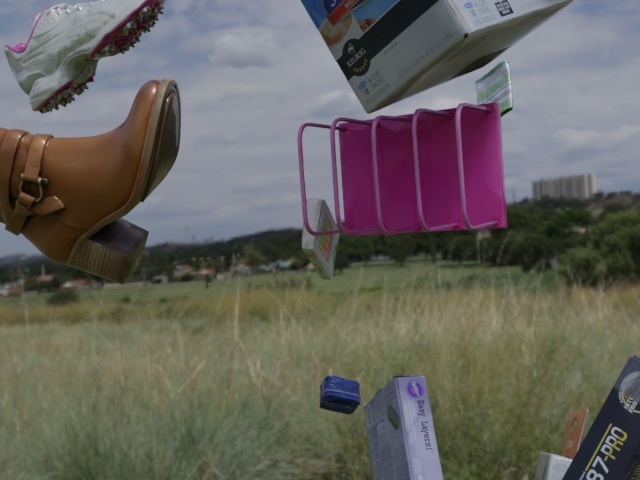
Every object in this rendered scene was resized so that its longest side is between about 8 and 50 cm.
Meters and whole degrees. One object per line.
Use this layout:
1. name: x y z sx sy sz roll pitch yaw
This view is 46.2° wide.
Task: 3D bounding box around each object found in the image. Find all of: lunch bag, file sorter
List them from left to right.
1. lunch bag: 0.047 0.362 1.734 0.098 0.065 0.067 15 -46 -11
2. file sorter: 0.127 -0.109 1.211 0.290 0.202 0.182 -3 3 30

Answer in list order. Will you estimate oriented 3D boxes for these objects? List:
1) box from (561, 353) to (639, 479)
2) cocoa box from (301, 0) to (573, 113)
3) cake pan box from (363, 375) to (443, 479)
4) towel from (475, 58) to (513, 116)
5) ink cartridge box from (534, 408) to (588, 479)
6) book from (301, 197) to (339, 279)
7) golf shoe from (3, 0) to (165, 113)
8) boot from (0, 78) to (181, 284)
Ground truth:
1. box: 0.552 0.374 1.256 0.395 0.318 0.097 20 11 -44
2. cocoa box: 0.187 -0.388 1.188 0.347 0.228 0.231 -29 -2 -41
3. cake pan box: 0.155 0.414 1.461 0.070 0.246 0.267 0 -27 -12
4. towel: 0.424 -0.359 1.845 0.023 0.152 0.113 18 -32 -25
5. ink cartridge box: 0.605 0.556 1.917 0.066 0.261 0.296 12 -12 13
6. book: 0.000 0.000 1.328 0.035 0.096 0.144 3 -22 16
7. golf shoe: -0.385 -0.338 1.205 0.306 0.140 0.115 -36 5 15
8. boot: -0.294 -0.098 0.887 0.220 0.283 0.109 25 35 0
